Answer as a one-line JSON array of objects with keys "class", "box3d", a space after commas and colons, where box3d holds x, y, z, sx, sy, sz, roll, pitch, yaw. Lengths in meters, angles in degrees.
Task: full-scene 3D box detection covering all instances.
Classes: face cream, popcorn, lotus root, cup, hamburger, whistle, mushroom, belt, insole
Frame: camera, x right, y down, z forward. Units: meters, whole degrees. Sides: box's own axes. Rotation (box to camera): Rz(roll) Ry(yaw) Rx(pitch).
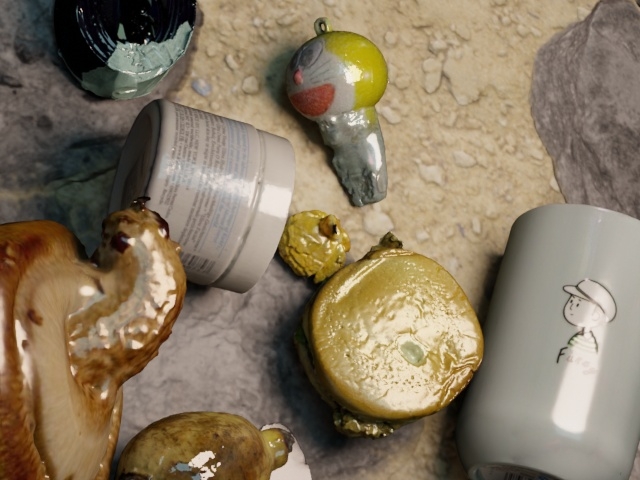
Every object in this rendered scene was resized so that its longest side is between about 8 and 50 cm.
[{"class": "face cream", "box3d": [-0.129, -0.047, 1.567, 0.153, 0.177, 0.177, 17, 65, -19]}, {"class": "popcorn", "box3d": [0.000, 0.000, 1.669, 0.084, 0.084, 0.084, 9, 67, -22]}, {"class": "lotus root", "box3d": [-0.116, 0.237, 1.500, 0.214, 0.138, 0.138, -10, 75, -43]}, {"class": "cup", "box3d": [0.276, 0.138, 1.672, 0.205, 0.205, 0.312, 27, 62, -14]}, {"class": "hamburger", "box3d": [0.067, 0.115, 1.633, 0.189, 0.122, 0.215, 40, 63, 1]}, {"class": "whistle", "box3d": [0.023, -0.147, 1.722, 0.123, 0.123, 0.223, -15, 92, -29]}, {"class": "mushroom", "box3d": [-0.258, 0.115, 1.376, 0.259, 0.345, 0.345, -8, 71, 11]}, {"class": "belt", "box3d": [-0.215, -0.251, 1.664, 0.151, 0.078, 0.198, 15, 64, -24]}, {"class": "insole", "box3d": [-0.032, 0.285, 1.587, 0.064, 0.004, 0.188, -3, 72, -26]}]
